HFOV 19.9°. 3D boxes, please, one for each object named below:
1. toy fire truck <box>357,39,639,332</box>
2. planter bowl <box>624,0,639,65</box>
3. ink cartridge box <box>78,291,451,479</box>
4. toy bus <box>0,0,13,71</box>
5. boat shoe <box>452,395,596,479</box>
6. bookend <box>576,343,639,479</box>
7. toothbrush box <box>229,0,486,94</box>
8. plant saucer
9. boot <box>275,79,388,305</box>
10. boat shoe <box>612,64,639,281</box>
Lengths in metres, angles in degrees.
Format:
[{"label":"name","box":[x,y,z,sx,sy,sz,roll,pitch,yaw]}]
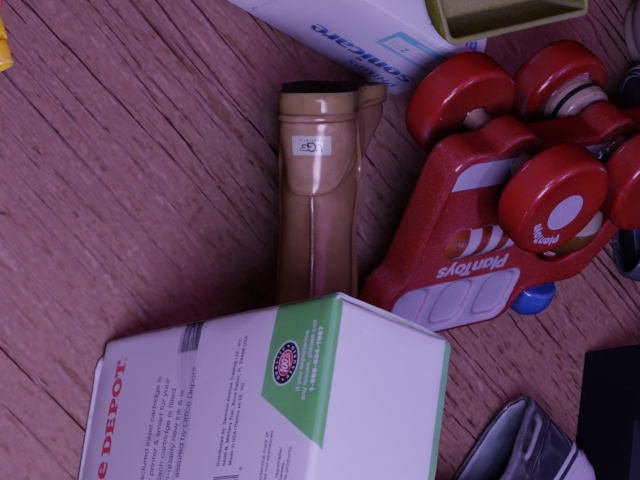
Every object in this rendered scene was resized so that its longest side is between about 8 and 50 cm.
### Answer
[{"label":"toy fire truck","box":[0.182,-0.028,1.650,0.302,0.254,0.169,-11,47,-40]},{"label":"planter bowl","box":[0.388,-0.225,1.909,0.162,0.109,0.162,9,76,-37]},{"label":"ink cartridge box","box":[-0.053,0.170,1.366,0.122,0.289,0.211,22,68,-36]},{"label":"toy bus","box":[-0.325,-0.149,1.270,0.220,0.211,0.149,-15,92,-38]},{"label":"boat shoe","box":[0.123,0.265,1.610,0.119,0.121,0.335,52,43,-8]},{"label":"bookend","box":[0.325,0.180,1.744,0.072,0.157,0.156,21,68,-33]},{"label":"toothbrush box","box":[0.056,-0.314,1.657,0.216,0.126,0.295,27,66,-32]},{"label":"plant saucer","box":[0.140,-0.272,1.604,0.188,0.045,0.188,-17,94,-40]},{"label":"boot","box":[0.000,0.000,1.564,0.236,0.089,0.269,-32,124,-74]},{"label":"boat shoe","box":[0.321,-0.068,1.850,0.076,0.080,0.228,1,87,-40]}]
